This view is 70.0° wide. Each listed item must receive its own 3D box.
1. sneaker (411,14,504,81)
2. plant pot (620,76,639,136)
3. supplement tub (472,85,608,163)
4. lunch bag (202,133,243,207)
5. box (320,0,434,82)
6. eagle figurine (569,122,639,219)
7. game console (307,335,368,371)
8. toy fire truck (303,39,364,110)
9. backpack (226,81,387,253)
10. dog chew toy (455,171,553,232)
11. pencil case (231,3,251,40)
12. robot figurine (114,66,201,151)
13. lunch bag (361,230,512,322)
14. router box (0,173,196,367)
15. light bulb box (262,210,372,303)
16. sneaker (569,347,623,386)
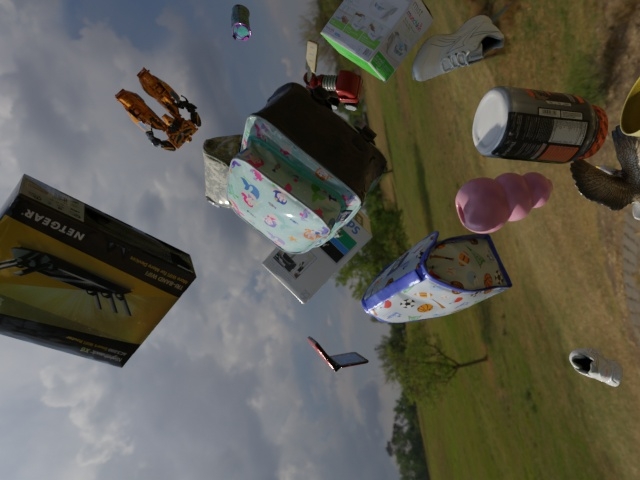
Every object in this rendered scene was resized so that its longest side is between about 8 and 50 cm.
[{"bbox_3d":[0.415,-0.573,1.382,0.111,0.297,0.129,55,-176,-49],"label":"sneaker"},{"bbox_3d":[0.619,-0.239,0.806,0.134,0.095,0.135,17,-90,-87],"label":"plant pot"},{"bbox_3d":[0.653,-0.339,1.366,0.207,0.337,0.208,-177,90,-79],"label":"supplement tub"},{"bbox_3d":[-0.361,-0.283,1.921,0.305,0.255,0.213,99,174,-47],"label":"lunch bag"},{"bbox_3d":[0.167,-0.663,1.412,0.126,0.231,0.262,24,-161,-51],"label":"box"},{"bbox_3d":[0.968,-0.204,1.466,0.298,0.225,0.227,24,-103,-41],"label":"eagle figurine"},{"bbox_3d":[0.041,0.284,1.191,0.124,0.085,0.144,52,169,-3],"label":"game console"},{"bbox_3d":[0.034,-0.603,1.684,0.246,0.216,0.159,19,-99,-69],"label":"toy fire truck"},{"bbox_3d":[-0.039,-0.095,0.755,0.225,0.191,0.253,38,159,-4],"label":"backpack"},{"bbox_3d":[0.669,-0.153,1.658,0.206,0.331,0.207,-18,-90,-84],"label":"dog chew toy"},{"bbox_3d":[-0.269,-0.736,1.544,0.070,0.064,0.152,63,-167,-49],"label":"pencil case"},{"bbox_3d":[-0.556,-0.443,1.607,0.291,0.211,0.085,45,-179,-42],"label":"robot figurine"},{"bbox_3d":[0.362,0.129,1.505,0.385,0.328,0.239,-6,-114,-36],"label":"lunch bag"},{"bbox_3d":[-0.413,0.070,0.779,0.308,0.243,0.081,32,-166,-38],"label":"router box"},{"bbox_3d":[0.000,0.000,1.777,0.225,0.361,0.358,44,-168,-5],"label":"light bulb box"},{"bbox_3d":[0.842,0.382,1.451,0.232,0.115,0.091,57,-131,-87],"label":"sneaker"}]
